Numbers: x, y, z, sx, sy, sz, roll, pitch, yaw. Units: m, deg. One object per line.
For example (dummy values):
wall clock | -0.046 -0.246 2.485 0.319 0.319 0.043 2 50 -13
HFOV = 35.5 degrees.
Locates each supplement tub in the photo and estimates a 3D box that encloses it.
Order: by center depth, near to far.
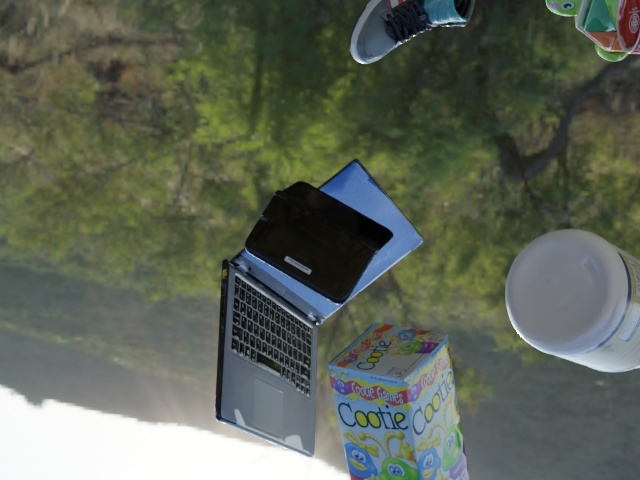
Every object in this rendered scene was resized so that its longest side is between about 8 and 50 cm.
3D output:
supplement tub | 0.510 0.120 1.846 0.228 0.228 0.316 1 166 41

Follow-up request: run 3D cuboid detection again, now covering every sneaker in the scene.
sneaker | 0.206 -0.459 2.026 0.178 0.295 0.124 26 159 54

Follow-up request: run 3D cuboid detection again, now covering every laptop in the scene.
laptop | 0.015 0.135 1.716 0.236 0.407 0.382 -7 157 21

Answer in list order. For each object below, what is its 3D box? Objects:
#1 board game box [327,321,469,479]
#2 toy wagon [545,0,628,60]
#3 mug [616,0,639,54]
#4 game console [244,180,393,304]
board game box | 0.129 0.292 1.597 0.142 0.275 0.144 6 -151 37
toy wagon | 0.469 -0.354 1.443 0.345 0.068 0.267 0 153 3
mug | 0.470 -0.275 1.279 0.169 0.113 0.150 -2 156 -4
game console | 0.000 0.000 1.046 0.122 0.107 0.071 30 171 11
